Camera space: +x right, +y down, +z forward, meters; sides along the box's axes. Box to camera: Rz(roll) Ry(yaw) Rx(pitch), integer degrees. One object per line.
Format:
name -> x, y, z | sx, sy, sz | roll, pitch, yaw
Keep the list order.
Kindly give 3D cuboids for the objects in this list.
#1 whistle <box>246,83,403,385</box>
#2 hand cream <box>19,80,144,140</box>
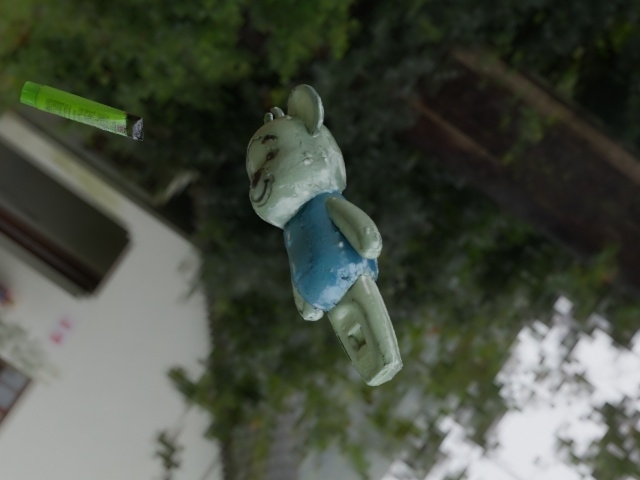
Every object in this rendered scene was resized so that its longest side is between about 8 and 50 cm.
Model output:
whistle -> 0.000, 0.000, 1.410 | 0.077, 0.236, 0.114 | -4, 150, -37
hand cream -> -0.223, -0.122, 1.772 | 0.036, 0.122, 0.023 | 94, 17, -57
